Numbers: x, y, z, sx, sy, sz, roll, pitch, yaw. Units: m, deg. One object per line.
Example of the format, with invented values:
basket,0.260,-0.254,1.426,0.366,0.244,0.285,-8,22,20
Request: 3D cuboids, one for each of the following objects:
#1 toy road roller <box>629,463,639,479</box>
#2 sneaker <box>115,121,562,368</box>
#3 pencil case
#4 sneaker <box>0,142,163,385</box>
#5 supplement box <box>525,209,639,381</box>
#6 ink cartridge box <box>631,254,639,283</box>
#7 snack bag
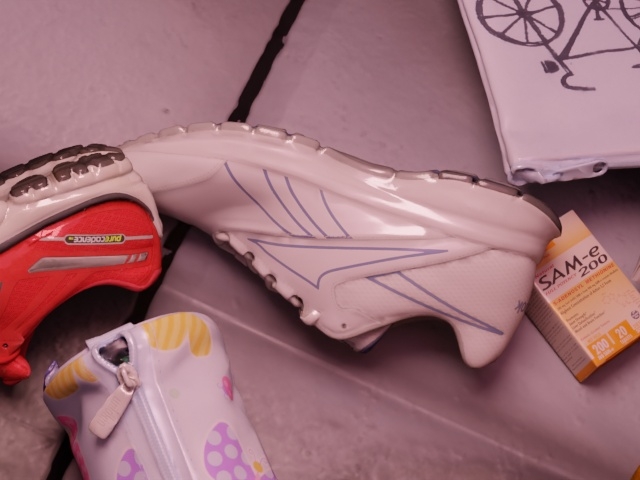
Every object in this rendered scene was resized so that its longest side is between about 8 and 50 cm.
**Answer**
toy road roller,0.199,0.187,0.827,0.240,0.202,0.330,7,66,5
sneaker,0.000,0.000,0.920,0.297,0.111,0.129,14,90,6
pencil case,-0.063,0.176,0.820,0.113,0.124,0.273,-20,72,-18
sneaker,-0.224,0.042,0.864,0.279,0.107,0.118,-23,106,-7
supplement box,0.174,0.037,0.971,0.062,0.036,0.098,-32,75,-22
ink cartridge box,0.275,-0.005,0.983,0.088,0.052,0.122,29,46,3
snack bag,0.249,-0.184,1.058,0.323,0.037,0.343,-4,58,-14
